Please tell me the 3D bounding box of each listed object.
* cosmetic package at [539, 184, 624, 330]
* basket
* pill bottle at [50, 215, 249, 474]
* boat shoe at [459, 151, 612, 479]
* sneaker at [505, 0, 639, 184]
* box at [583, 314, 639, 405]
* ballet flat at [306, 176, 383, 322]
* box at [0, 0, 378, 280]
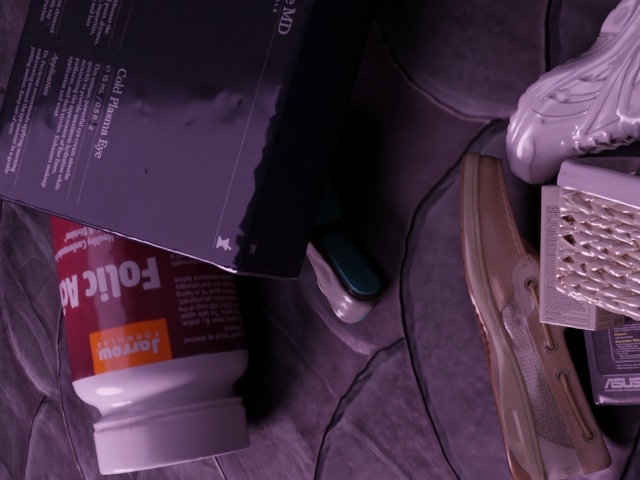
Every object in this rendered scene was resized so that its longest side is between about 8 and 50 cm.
[{"bbox_3d":[0.213,0.012,0.813,0.060,0.041,0.115,8,99,52],"label":"cosmetic package"},{"bbox_3d":[0.258,0.005,0.701,0.167,0.113,0.103,21,110,49],"label":"basket"},{"bbox_3d":[-0.214,0.085,1.275,0.224,0.224,0.392,-21,76,49],"label":"pill bottle"},{"bbox_3d":[0.189,0.062,0.900,0.098,0.109,0.302,-12,81,10],"label":"boat shoe"},{"bbox_3d":[0.246,-0.109,0.820,0.232,0.090,0.115,-51,59,40],"label":"sneaker"},{"bbox_3d":[0.308,0.033,0.776,0.231,0.056,0.183,-14,81,50],"label":"box"},{"bbox_3d":[0.000,0.000,1.135,0.213,0.072,0.068,63,144,27],"label":"ballet flat"},{"bbox_3d":[-0.143,-0.163,1.062,0.313,0.179,0.343,17,92,20],"label":"box"}]
